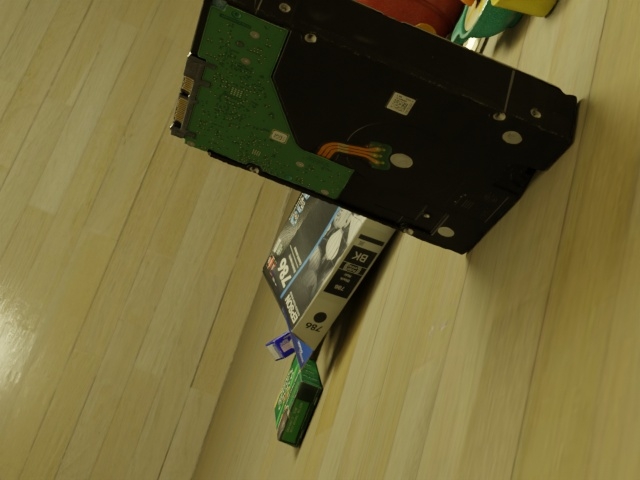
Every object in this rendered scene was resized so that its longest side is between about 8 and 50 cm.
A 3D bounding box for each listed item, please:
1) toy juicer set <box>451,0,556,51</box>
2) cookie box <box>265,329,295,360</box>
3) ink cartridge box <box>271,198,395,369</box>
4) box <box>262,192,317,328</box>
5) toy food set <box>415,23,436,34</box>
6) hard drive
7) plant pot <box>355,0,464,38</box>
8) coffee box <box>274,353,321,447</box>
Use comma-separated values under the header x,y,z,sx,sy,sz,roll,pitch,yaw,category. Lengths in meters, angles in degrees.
x,y,z,sx,sy,sz,roll,pitch,yaw,category
0.223,-0.344,1.165,0.329,0.089,0.209,159,131,-82,toy juicer set
-0.046,0.181,1.719,0.092,0.040,0.107,-30,-3,-15,cookie box
0.007,0.032,1.491,0.333,0.065,0.165,-59,30,25,ink cartridge box
0.000,0.000,1.661,0.270,0.060,0.216,-62,27,18,box
0.125,-0.190,1.374,0.104,0.111,0.232,138,152,-75,toy food set
0.036,-0.117,0.896,0.237,0.339,0.064,121,168,-59,hard drive
0.072,-0.309,1.491,0.272,0.272,0.265,-179,108,-83,plant pot
-0.041,0.269,1.598,0.184,0.040,0.113,-112,44,-81,coffee box
